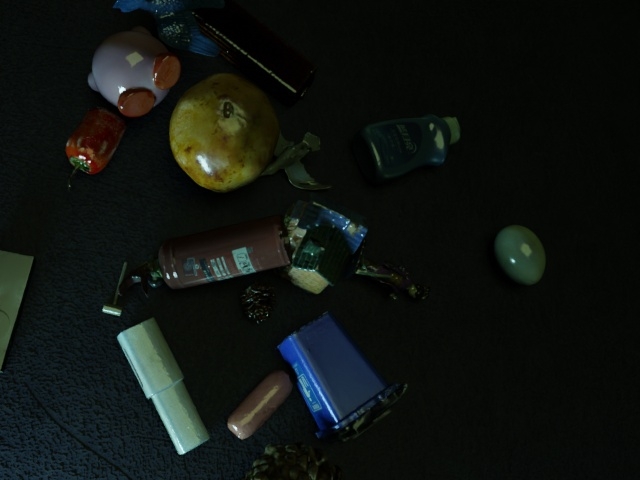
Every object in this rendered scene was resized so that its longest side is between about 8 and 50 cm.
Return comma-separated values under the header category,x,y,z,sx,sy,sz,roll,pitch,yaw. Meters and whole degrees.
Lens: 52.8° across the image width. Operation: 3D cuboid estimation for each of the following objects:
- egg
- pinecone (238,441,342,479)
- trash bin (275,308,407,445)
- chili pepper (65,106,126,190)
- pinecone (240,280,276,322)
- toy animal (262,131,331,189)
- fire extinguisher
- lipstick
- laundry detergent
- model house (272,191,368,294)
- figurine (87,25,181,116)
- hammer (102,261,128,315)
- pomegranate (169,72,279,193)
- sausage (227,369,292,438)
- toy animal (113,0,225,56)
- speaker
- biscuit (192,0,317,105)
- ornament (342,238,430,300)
category,x,y,z,sx,sy,sz,roll,pitch,yaw
egg,0.480,0.036,1.553,0.114,0.114,0.152,-19,84,-24
pinecone,-0.045,0.504,1.158,0.243,0.243,0.257,-33,91,-25
trash bin,0.036,0.269,1.304,0.184,0.162,0.235,-29,78,-25
chili pepper,-0.469,-0.179,1.307,0.086,0.084,0.192,16,63,4
pinecone,-0.127,0.126,1.336,0.077,0.077,0.083,-11,101,-22
toy animal,-0.082,-0.189,1.440,0.155,0.095,0.219,-29,83,-29
fire extinguisher,-0.226,0.043,1.261,0.336,0.147,0.107,-14,116,2
lipstick,-0.295,0.276,1.224,0.077,0.079,0.253,-26,84,-26
laundry detergent,0.226,-0.236,1.562,0.289,0.094,0.144,-20,77,-23
model house,0.000,0.000,1.365,0.166,0.172,0.183,26,67,-11
figurine,-0.391,-0.356,1.347,0.173,0.173,0.173,6,71,-18
hammer,-0.400,0.093,1.279,0.035,0.019,0.110,16,66,-14
pomegranate,-0.197,-0.222,1.345,0.248,0.248,0.248,6,71,-18
sausage,-0.118,0.323,1.279,0.062,0.062,0.154,46,65,0
toy animal,-0.310,-0.492,1.355,0.255,0.176,0.239,-22,100,-20
speaker,-0.594,0.127,1.184,0.082,0.044,0.218,14,69,-15
biscuit,-0.184,-0.469,1.506,0.388,0.073,0.107,37,66,-5
ornament,0.153,0.089,1.438,0.203,0.088,0.081,31,67,-9
